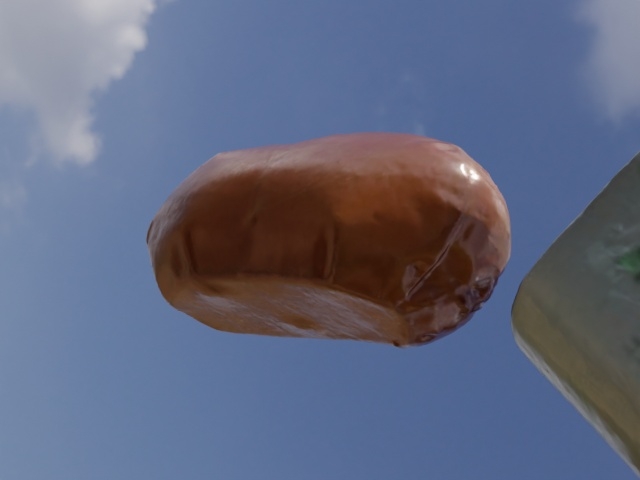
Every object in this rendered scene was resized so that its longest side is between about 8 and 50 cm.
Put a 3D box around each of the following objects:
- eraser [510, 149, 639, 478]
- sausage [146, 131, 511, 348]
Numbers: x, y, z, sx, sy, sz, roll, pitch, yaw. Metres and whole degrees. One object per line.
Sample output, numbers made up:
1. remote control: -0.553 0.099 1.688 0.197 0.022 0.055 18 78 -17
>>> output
1. eraser: 0.190 0.041 0.496 0.081 0.174 0.227 43 5 -35
2. sausage: 0.001 -0.002 0.819 0.258 0.133 0.133 -3 -75 40
